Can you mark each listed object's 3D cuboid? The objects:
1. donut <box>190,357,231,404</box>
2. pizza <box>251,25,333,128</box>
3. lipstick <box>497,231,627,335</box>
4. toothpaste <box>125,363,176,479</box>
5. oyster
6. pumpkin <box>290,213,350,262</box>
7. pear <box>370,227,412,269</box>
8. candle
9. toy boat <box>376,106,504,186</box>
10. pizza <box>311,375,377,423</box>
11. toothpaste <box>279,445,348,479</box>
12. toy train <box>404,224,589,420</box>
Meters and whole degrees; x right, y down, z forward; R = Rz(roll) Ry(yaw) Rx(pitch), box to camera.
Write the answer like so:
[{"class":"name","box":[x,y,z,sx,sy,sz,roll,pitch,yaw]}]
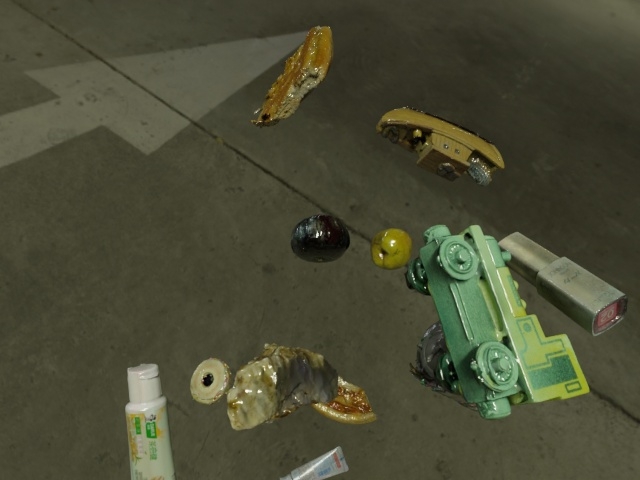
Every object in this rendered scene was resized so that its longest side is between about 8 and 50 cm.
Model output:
[{"class":"donut","box":[-0.405,0.526,1.617,0.175,0.068,0.174,-11,59,19]},{"class":"pizza","box":[-0.071,-0.333,0.978,0.071,0.297,0.189,29,43,-30]},{"class":"lipstick","box":[0.458,0.072,0.853,0.079,0.077,0.253,-30,37,-6]},{"class":"toothpaste","box":[-0.218,0.323,0.571,0.056,0.058,0.314,-6,91,-51]},{"class":"oyster","box":[-0.054,0.284,0.881,0.341,0.110,0.166,24,45,-50]},{"class":"pumpkin","box":[0.000,0.000,1.657,0.233,0.233,0.163,4,68,-18]},{"class":"pear","box":[0.319,0.038,1.940,0.200,0.200,0.200,11,46,-12]},{"class":"candle","box":[0.325,0.284,1.019,0.330,0.187,0.187,34,35,-36]},{"class":"toy boat","box":[0.277,-0.211,1.006,0.321,0.089,0.121,19,58,-14]},{"class":"pizza","box":[0.055,0.506,1.382,0.271,0.134,0.056,28,8,14]},{"class":"toothpaste","box":[-0.023,0.805,1.511,0.234,0.057,0.089,-20,87,-5]},{"class":"toy train","box":[0.315,0.133,0.823,0.237,0.150,0.368,-5,69,-19]}]
